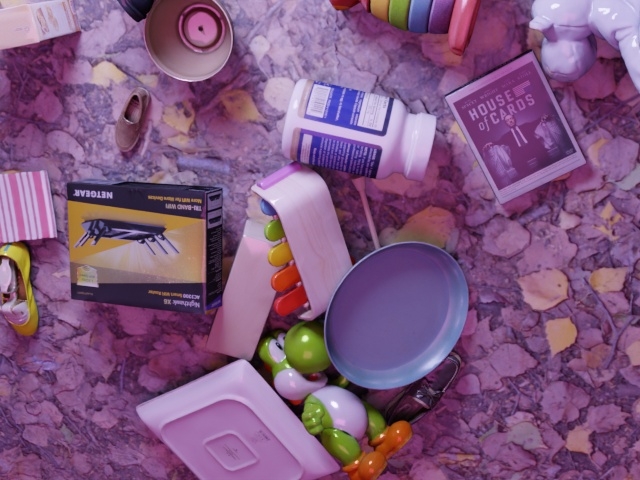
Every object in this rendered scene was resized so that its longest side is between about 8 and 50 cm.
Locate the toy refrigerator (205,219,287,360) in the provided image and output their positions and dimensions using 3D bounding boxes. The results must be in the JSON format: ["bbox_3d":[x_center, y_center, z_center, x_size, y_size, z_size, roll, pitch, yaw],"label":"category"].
[{"bbox_3d":[-0.147,0.103,1.658,0.102,0.094,0.269,17,112,-7],"label":"toy refrigerator"}]

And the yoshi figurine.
[{"bbox_3d":[0.026,0.305,1.647,0.203,0.203,0.362,-44,82,-1],"label":"yoshi figurine"}]

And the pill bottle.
[{"bbox_3d":[0.071,-0.197,1.483,0.265,0.153,0.153,14,112,2],"label":"pill bottle"}]

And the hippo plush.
[{"bbox_3d":[0.469,-0.352,1.332,0.237,0.234,0.294,-2,130,20],"label":"hippo plush"}]

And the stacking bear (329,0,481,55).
[{"bbox_3d":[0.131,-0.440,1.389,0.289,0.175,0.164,16,114,9],"label":"stacking bear"}]

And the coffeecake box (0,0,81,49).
[{"bbox_3d":[-0.544,-0.391,1.468,0.142,0.185,0.068,-8,109,10],"label":"coffeecake box"}]

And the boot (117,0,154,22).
[{"bbox_3d":[-0.262,-0.513,1.380,0.207,0.246,0.094,-23,147,17],"label":"boot"}]

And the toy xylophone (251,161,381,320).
[{"bbox_3d":[0.000,0.000,1.559,0.236,0.081,0.322,-24,116,-31],"label":"toy xylophone"}]

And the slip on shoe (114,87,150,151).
[{"bbox_3d":[-0.373,-0.234,1.583,0.051,0.041,0.135,28,111,-4],"label":"slip on shoe"}]

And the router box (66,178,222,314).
[{"bbox_3d":[-0.348,0.008,1.602,0.309,0.081,0.242,4,101,18],"label":"router box"}]

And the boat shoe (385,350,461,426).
[{"bbox_3d":[0.218,0.328,1.704,0.080,0.073,0.223,37,112,-10],"label":"boat shoe"}]

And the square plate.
[{"bbox_3d":[-0.190,0.443,1.761,0.344,0.049,0.347,-27,111,30],"label":"square plate"}]

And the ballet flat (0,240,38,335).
[{"bbox_3d":[-0.658,0.113,1.731,0.077,0.077,0.231,4,111,5],"label":"ballet flat"}]

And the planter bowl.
[{"bbox_3d":[-0.229,-0.381,1.473,0.162,0.109,0.162,2,113,5],"label":"planter bowl"}]

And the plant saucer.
[{"bbox_3d":[0.147,0.145,1.601,0.318,0.044,0.317,-8,113,-20],"label":"plant saucer"}]

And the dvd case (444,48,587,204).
[{"bbox_3d":[0.365,-0.208,1.509,0.179,0.029,0.238,-27,106,15],"label":"dvd case"}]

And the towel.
[{"bbox_3d":[-0.647,-0.069,1.681,0.197,0.029,0.144,-4,100,8],"label":"towel"}]
